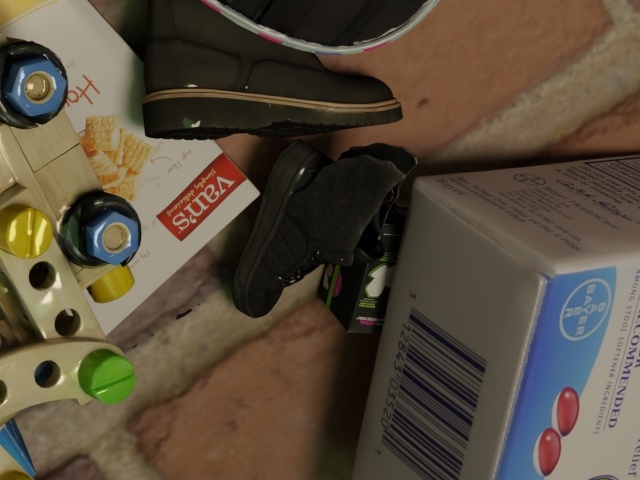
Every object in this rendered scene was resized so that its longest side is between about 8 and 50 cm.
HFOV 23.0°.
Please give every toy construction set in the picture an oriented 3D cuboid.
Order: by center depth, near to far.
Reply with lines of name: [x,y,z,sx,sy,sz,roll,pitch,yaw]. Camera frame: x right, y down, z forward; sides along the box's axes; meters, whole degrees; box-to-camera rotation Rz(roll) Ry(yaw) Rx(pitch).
toy construction set: [-0.211,0.005,0.872,0.215,0.151,0.328,-36,133,-24]

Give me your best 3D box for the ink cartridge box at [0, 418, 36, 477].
ink cartridge box: [-0.297,0.096,0.996,0.148,0.086,0.203,-29,120,-7]

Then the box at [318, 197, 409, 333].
box: [0.041,0.017,1.103,0.052,0.062,0.083,7,111,-25]

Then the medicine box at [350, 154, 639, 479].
medicine box: [0.189,0.090,1.111,0.289,0.149,0.264,-7,118,-35]

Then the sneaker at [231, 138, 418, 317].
sneaker: [0.001,-0.001,1.047,0.051,0.089,0.170,-38,152,-53]

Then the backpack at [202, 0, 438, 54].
backpack: [-0.001,-0.242,0.886,0.225,0.191,0.254,25,96,-27]

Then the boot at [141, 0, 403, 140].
boot: [-0.028,-0.136,1.003,0.198,0.077,0.137,-3,87,-46]

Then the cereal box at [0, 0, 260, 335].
cereal box: [-0.174,-0.056,0.992,0.173,0.047,0.240,-43,121,0]
